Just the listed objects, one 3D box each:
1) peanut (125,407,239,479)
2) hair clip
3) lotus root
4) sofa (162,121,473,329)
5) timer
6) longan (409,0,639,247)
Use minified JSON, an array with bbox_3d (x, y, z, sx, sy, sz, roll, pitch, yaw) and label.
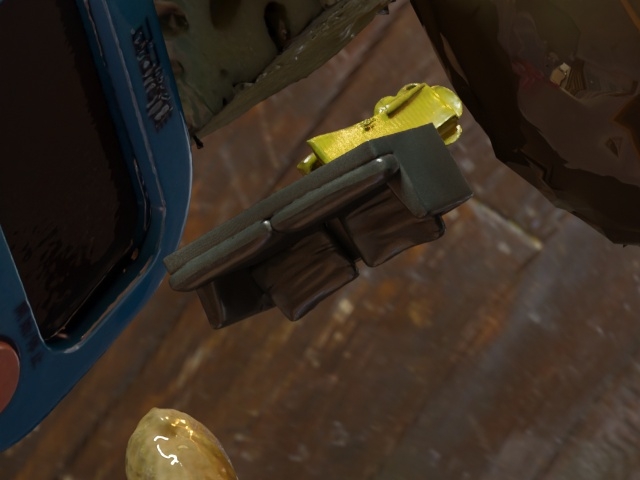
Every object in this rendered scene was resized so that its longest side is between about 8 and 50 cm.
[{"bbox_3d":[-0.099,0.245,1.559,0.095,0.108,0.226,-22,79,-15],"label":"peanut"},{"bbox_3d":[0.060,-0.090,1.644,0.173,0.046,0.072,-32,74,-35],"label":"hair clip"},{"bbox_3d":[-0.014,-0.214,1.343,0.149,0.267,0.260,51,54,-2],"label":"lotus root"},{"bbox_3d":[0.000,0.000,0.973,0.147,0.085,0.060,-29,85,28],"label":"sofa"},{"bbox_3d":[-0.215,-0.042,1.179,0.115,0.340,0.309,19,51,30],"label":"timer"},{"bbox_3d":[0.227,-0.152,0.862,0.391,0.391,0.391,-5,75,18],"label":"longan"}]
